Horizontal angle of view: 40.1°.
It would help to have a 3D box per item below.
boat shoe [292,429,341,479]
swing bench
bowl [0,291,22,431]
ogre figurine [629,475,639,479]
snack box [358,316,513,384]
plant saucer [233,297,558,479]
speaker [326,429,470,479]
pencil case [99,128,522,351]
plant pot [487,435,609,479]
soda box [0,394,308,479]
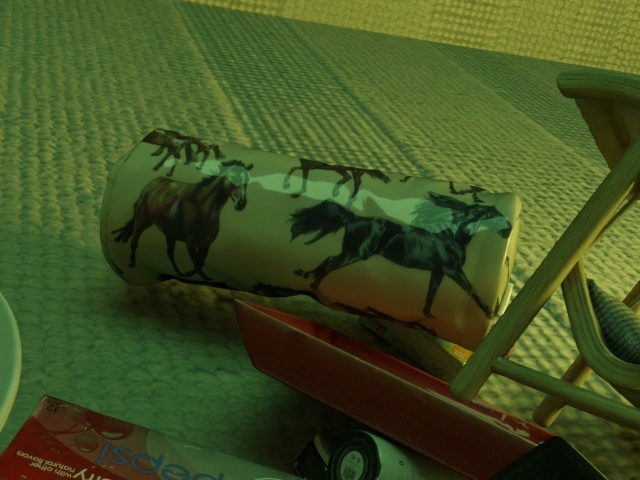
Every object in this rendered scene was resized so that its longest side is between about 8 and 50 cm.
[{"bbox_3d":[0.023,0.208,0.668,0.049,0.042,0.133,24,23,-47],"label":"boat shoe"},{"bbox_3d":[0.249,0.041,0.672,0.165,0.255,0.253,19,-5,33],"label":"swing bench"},{"bbox_3d":[-0.323,0.125,0.507,0.297,0.134,0.298,6,34,-4],"label":"bowl"},{"bbox_3d":[0.257,0.249,0.640,0.118,0.097,0.197,-22,30,-34],"label":"ogre figurine"},{"bbox_3d":[0.125,0.097,0.951,0.100,0.037,0.141,-15,38,-44],"label":"snack box"},{"bbox_3d":[0.072,0.133,0.731,0.258,0.048,0.259,24,-2,20],"label":"plant saucer"},{"bbox_3d":[0.072,0.186,0.663,0.136,0.055,0.055,26,15,-36],"label":"speaker"},{"bbox_3d":[0.000,0.000,0.880,0.410,0.160,0.183,11,-13,5],"label":"pencil case"},{"bbox_3d":[0.108,0.254,0.470,0.166,0.188,0.187,-15,35,-23],"label":"plant pot"},{"bbox_3d":[-0.079,0.194,0.566,0.263,0.084,0.092,18,23,-1],"label":"soda box"}]
